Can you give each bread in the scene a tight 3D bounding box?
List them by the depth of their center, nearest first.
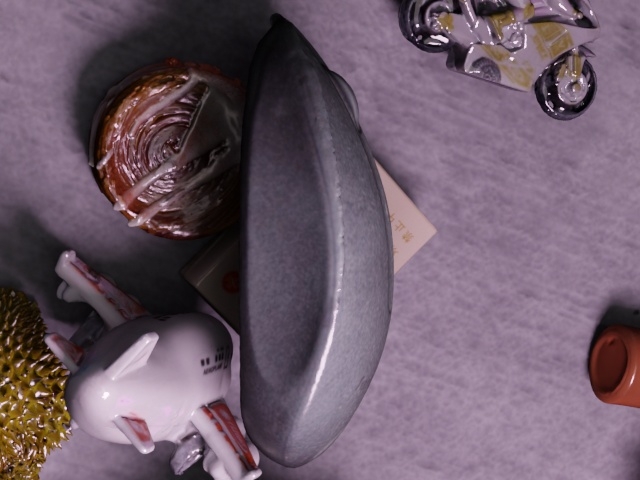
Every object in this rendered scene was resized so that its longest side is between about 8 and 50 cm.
[{"bbox_3d":[-0.121,-0.079,1.320,0.160,0.073,0.160,-3,100,-17],"label":"bread"}]

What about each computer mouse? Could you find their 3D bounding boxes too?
[{"bbox_3d":[0.003,0.000,1.250,0.114,0.203,0.374,1,94,12],"label":"computer mouse"}]

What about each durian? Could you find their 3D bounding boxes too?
[{"bbox_3d":[-0.276,0.152,1.296,0.146,0.102,0.208,-25,112,-20],"label":"durian"}]

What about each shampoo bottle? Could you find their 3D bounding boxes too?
[{"bbox_3d":[0.395,0.142,1.554,0.244,0.085,0.085,9,97,-23],"label":"shampoo bottle"}]

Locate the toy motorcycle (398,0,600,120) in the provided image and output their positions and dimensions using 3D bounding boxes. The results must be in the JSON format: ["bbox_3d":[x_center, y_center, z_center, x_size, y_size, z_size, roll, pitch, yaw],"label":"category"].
[{"bbox_3d":[0.184,-0.214,1.408,0.225,0.073,0.152,23,91,-24],"label":"toy motorcycle"}]

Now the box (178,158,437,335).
[{"bbox_3d":[-0.010,0.010,1.387,0.201,0.058,0.141,-47,112,-7],"label":"box"}]

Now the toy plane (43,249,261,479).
[{"bbox_3d":[-0.141,0.111,1.271,0.118,0.252,0.252,-44,113,11],"label":"toy plane"}]
